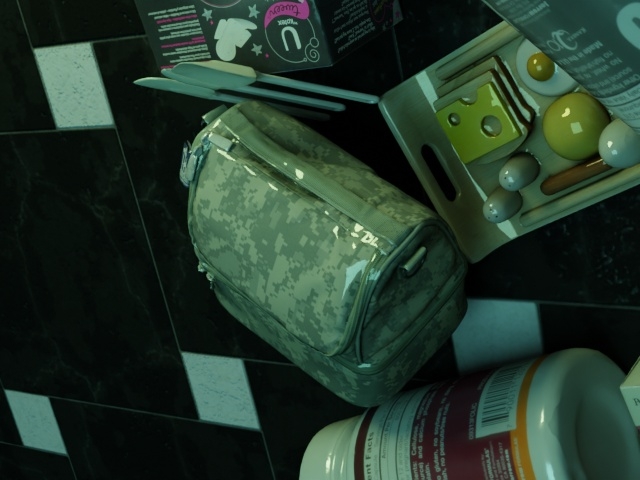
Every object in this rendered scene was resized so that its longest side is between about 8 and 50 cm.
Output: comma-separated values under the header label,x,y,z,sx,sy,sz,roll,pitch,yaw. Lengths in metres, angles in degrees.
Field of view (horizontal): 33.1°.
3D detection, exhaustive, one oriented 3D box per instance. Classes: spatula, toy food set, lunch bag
label,x,y,z,sx,sy,sz,roll,pitch,yaw
spatula,-0.066,-0.161,1.188,0.168,0.242,0.019,-9,75,61
toy food set,0.220,-0.119,1.117,0.306,0.092,0.220,-27,96,42
lunch bag,0.000,0.000,1.200,0.305,0.212,0.256,35,156,28

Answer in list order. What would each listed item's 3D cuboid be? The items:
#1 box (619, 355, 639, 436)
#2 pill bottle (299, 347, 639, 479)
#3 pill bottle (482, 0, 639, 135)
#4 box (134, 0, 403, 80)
label,x,y,z,sx,sy,sz,roll,pitch,yaw
box,0.433,0.213,1.114,0.148,0.127,0.232,-16,103,41
pill bottle,0.173,0.274,1.272,0.392,0.224,0.224,-22,99,42
pill bottle,0.303,-0.190,0.893,0.361,0.204,0.204,37,133,-12
box,-0.060,-0.269,1.196,0.247,0.163,0.142,1,117,37
